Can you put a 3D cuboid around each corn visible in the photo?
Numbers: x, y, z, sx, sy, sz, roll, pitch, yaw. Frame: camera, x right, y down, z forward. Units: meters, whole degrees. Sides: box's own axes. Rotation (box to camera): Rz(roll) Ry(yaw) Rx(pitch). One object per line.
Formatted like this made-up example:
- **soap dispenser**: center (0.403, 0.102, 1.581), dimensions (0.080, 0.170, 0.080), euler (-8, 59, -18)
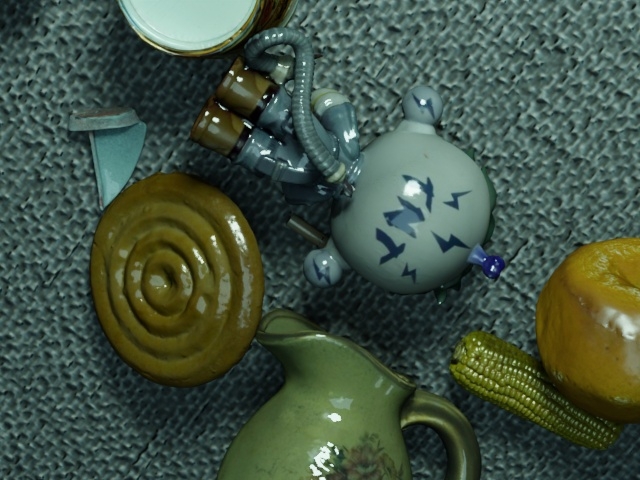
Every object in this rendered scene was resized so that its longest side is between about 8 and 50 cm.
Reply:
- **corn**: center (0.263, 0.188, 1.779), dimensions (0.231, 0.080, 0.080), euler (30, 105, -5)

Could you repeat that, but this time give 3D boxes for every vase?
- **vase**: center (0.045, 0.262, 1.757), dimensions (0.329, 0.241, 0.302), euler (13, 93, -21)

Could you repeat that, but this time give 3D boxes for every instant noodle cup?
- **instant noodle cup**: center (-0.133, -0.297, 1.623), dimensions (0.215, 0.172, 0.216), euler (1, 106, 5)

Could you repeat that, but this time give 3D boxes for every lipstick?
- **lipstick**: center (0.000, 0.000, 1.775), dimensions (0.094, 0.019, 0.019), euler (35, 105, -5)

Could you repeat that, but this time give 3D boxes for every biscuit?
- **biscuit**: center (-0.179, 0.047, 1.732), dimensions (0.262, 0.037, 0.262), euler (3, 96, 32)

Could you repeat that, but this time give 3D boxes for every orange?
- **orange**: center (0.370, 0.121, 1.685), dimensions (0.248, 0.249, 0.183), euler (7, 122, 2)

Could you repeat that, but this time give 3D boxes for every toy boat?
- **toy boat**: center (-0.252, -0.100, 1.764), dimensions (0.096, 0.034, 0.122), euler (-5, 114, 6)

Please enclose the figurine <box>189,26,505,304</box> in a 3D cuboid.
- **figurine**: center (0.037, -0.069, 1.673), dimensions (0.381, 0.186, 0.261), euler (30, 115, -10)
